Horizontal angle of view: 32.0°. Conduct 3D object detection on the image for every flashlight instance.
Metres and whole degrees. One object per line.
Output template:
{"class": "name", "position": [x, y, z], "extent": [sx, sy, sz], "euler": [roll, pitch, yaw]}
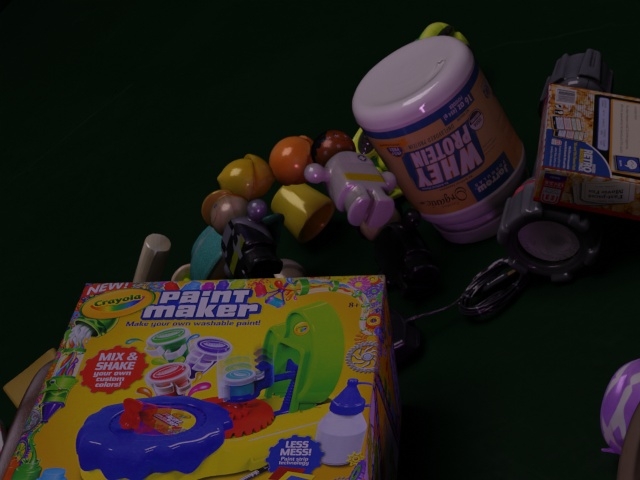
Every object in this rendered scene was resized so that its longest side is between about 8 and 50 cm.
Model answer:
{"class": "flashlight", "position": [0.262, -0.093, 1.185], "extent": [0.103, 0.103, 0.304], "euler": [-12, 38, 33]}

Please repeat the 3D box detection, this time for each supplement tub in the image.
{"class": "supplement tub", "position": [0.140, -0.109, 1.233], "extent": [0.144, 0.199, 0.144], "euler": [-26, 31, 17]}

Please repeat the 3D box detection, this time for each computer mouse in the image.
{"class": "computer mouse", "position": [0.109, 0.086, 1.159], "extent": [0.242, 0.041, 0.071], "euler": [-25, 39, 5]}

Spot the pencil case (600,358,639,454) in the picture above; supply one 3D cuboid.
{"class": "pencil case", "position": [0.299, 0.156, 0.819], "extent": [0.086, 0.088, 0.206], "euler": [0, 15, -29]}

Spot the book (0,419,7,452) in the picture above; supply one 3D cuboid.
{"class": "book", "position": [-0.438, 0.291, 1.416], "extent": [0.096, 0.035, 0.144], "euler": [-34, 30, -4]}

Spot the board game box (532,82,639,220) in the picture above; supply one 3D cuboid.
{"class": "board game box", "position": [0.309, -0.081, 1.078], "extent": [0.193, 0.045, 0.147], "euler": [11, 43, 7]}

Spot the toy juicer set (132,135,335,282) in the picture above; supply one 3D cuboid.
{"class": "toy juicer set", "position": [-0.100, 0.006, 1.294], "extent": [0.089, 0.209, 0.329], "euler": [41, 63, 19]}

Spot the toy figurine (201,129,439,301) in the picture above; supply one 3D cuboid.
{"class": "toy figurine", "position": [0.000, 0.000, 1.206], "extent": [0.213, 0.209, 0.148], "euler": [-33, 43, 4]}

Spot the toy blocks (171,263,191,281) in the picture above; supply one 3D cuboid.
{"class": "toy blocks", "position": [-0.170, 0.100, 1.396], "extent": [0.123, 0.054, 0.148], "euler": [-37, 31, -6]}

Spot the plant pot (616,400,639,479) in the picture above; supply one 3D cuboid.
{"class": "plant pot", "position": [0.309, 0.106, 0.577], "extent": [0.323, 0.280, 0.323], "euler": [-10, 52, 13]}

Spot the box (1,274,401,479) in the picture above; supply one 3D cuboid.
{"class": "box", "position": [-0.086, 0.187, 0.974], "extent": [0.290, 0.177, 0.279], "euler": [-2, 38, 10]}

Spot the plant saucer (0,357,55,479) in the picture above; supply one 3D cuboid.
{"class": "plant saucer", "position": [-0.290, 0.248, 1.110], "extent": [0.310, 0.050, 0.310], "euler": [-164, 90, -86]}

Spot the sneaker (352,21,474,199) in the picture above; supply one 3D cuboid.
{"class": "sneaker", "position": [0.108, -0.152, 1.454], "extent": [0.295, 0.109, 0.123], "euler": [-58, 11, -28]}

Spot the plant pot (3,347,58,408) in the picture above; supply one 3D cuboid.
{"class": "plant pot", "position": [-0.330, 0.202, 1.390], "extent": [0.081, 0.081, 0.083], "euler": [-40, 42, -8]}
